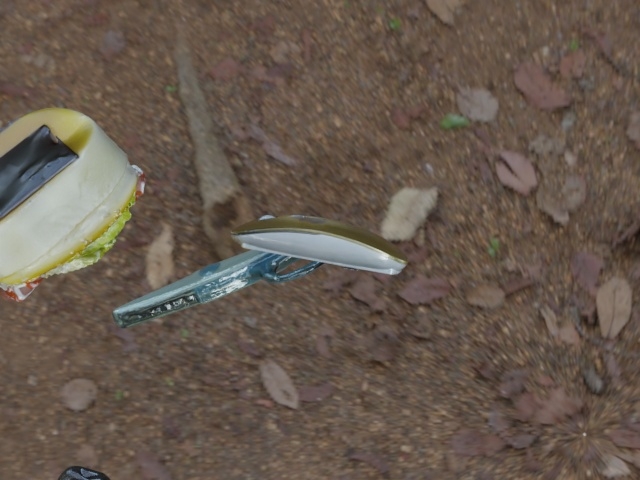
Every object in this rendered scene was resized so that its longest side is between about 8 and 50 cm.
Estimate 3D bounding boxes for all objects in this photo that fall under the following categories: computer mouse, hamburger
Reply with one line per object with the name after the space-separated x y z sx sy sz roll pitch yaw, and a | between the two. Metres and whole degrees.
0.001 -0.002 1.399 0.199 0.102 0.045 11 98 5 | computer mouse
-0.286 -0.037 1.277 0.210 0.116 0.173 -44 52 -17 | hamburger

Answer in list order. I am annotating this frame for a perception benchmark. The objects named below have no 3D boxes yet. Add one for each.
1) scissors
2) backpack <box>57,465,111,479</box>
-0.120 0.046 1.543 0.289 0.138 0.041 -20 115 4 | scissors
-0.215 0.348 1.313 0.229 0.139 0.229 1 96 9 | backpack
